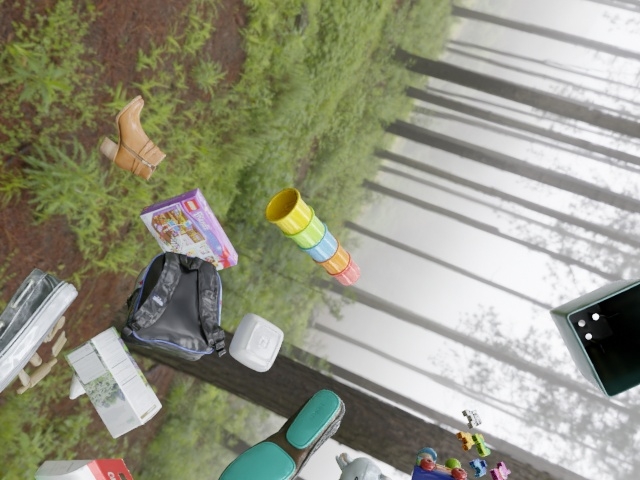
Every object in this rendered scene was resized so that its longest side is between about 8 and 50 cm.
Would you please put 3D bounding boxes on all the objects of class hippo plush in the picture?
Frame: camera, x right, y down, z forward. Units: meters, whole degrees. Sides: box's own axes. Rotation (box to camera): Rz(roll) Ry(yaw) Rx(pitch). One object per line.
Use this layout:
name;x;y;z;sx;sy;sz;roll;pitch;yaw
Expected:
hippo plush;0.118;0.689;1.422;0.294;0.234;0.236;-51;166;-49

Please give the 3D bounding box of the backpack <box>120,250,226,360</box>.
backpack;-0.390;0.172;1.459;0.213;0.277;0.263;-22;-129;48

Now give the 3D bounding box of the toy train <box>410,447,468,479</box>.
toy train;0.385;0.674;1.538;0.143;0.248;0.105;-29;131;-77

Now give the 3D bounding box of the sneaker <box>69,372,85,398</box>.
sneaker;-0.697;0.428;1.678;0.094;0.080;0.212;-65;164;9

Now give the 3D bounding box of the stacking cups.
stacking cups;0.000;0.000;1.305;0.316;0.096;0.096;43;66;-41

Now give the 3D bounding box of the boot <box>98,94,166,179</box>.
boot;-0.481;-0.273;1.456;0.197;0.152;0.073;-53;-170;17

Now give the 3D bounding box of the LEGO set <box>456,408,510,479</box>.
LEGO set;0.494;0.633;1.664;0.093;0.227;0.087;0;148;-40

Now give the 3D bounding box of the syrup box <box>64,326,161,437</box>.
syrup box;-0.497;0.341;1.308;0.093;0.236;0.096;-30;-177;16

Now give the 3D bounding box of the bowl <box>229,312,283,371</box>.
bowl;-0.172;0.289;1.532;0.053;0.142;0.142;-13;-133;52

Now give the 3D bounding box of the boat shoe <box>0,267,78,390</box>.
boat shoe;-0.652;0.207;1.113;0.335;0.119;0.121;-56;-171;-20

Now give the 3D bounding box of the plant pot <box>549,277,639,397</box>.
plant pot;0.561;0.176;1.077;0.166;0.165;0.234;-26;176;4

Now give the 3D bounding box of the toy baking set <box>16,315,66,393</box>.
toy baking set;-0.736;0.291;1.400;0.256;0.030;0.196;-71;177;-68

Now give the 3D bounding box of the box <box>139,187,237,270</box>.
box;-0.427;-0.012;1.790;0.057;0.201;0.293;-93;162;-55

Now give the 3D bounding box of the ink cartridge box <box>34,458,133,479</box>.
ink cartridge box;-0.588;0.639;1.390;0.056;0.225;0.181;-73;154;-57

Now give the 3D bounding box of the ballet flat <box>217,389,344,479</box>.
ballet flat;-0.058;0.381;0.953;0.280;0.095;0.096;-31;139;-32
